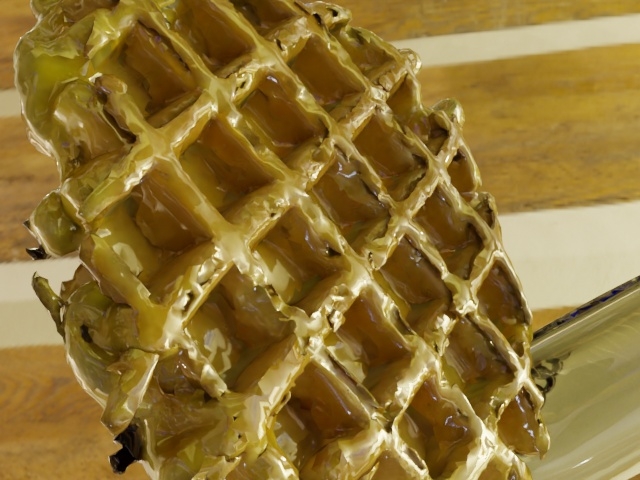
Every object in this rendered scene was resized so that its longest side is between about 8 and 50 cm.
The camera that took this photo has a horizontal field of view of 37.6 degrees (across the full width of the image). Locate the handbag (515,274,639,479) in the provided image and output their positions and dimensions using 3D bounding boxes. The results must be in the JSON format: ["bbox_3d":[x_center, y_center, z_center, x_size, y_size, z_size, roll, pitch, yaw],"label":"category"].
[{"bbox_3d":[0.262,0.132,0.845,0.358,0.237,0.160,-26,-110,-10],"label":"handbag"}]

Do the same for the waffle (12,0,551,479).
[{"bbox_3d":[0.000,0.000,0.557,0.095,0.382,0.380,-31,-118,38],"label":"waffle"}]
